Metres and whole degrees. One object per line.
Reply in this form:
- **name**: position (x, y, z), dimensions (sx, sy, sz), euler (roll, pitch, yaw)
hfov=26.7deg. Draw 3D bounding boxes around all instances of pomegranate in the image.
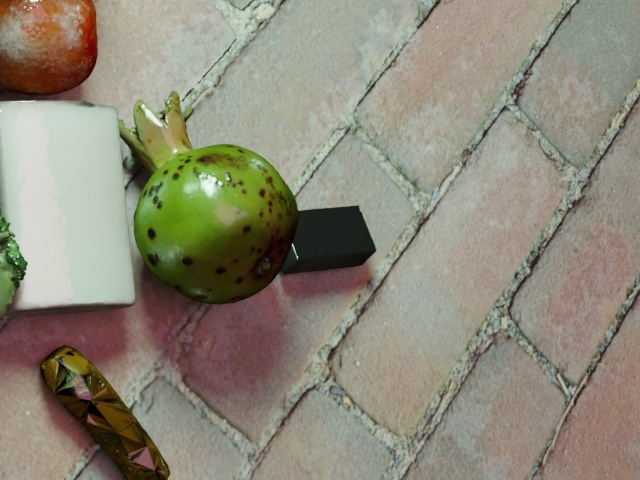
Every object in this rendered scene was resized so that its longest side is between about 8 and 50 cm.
- **pomegranate**: position (-0.147, -0.053, 1.822), dimensions (0.231, 0.231, 0.286), euler (4, 50, -32)

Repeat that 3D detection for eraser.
- **eraser**: position (-0.336, -0.042, 1.748), dimensions (0.174, 0.095, 0.270), euler (-2, 80, -33)

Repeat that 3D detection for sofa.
- **sofa**: position (0.000, 0.000, 1.985), dimensions (0.147, 0.060, 0.085), euler (-7, 67, -34)

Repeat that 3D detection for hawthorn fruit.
- **hawthorn fruit**: position (-0.364, -0.266, 1.739), dimensions (0.173, 0.173, 0.173), euler (8, 76, -31)

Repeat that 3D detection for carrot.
- **carrot**: position (-0.276, 0.235, 1.749), dimensions (0.069, 0.069, 0.228), euler (-44, 105, -31)

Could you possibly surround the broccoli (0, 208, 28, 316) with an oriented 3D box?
- **broccoli**: position (-0.450, 0.041, 1.563), dimensions (0.270, 0.270, 0.270), euler (-12, 108, -41)
